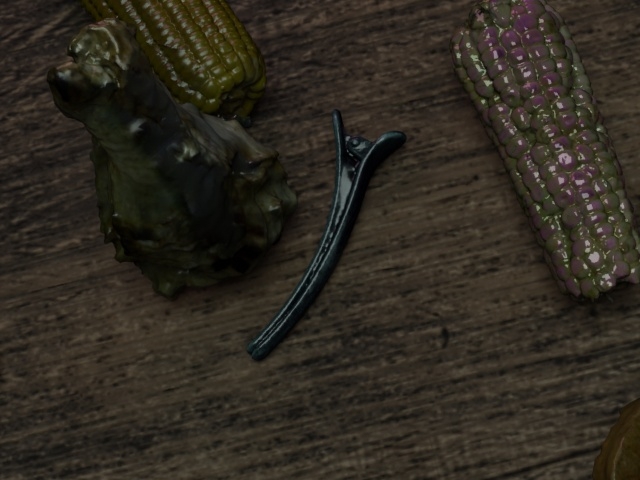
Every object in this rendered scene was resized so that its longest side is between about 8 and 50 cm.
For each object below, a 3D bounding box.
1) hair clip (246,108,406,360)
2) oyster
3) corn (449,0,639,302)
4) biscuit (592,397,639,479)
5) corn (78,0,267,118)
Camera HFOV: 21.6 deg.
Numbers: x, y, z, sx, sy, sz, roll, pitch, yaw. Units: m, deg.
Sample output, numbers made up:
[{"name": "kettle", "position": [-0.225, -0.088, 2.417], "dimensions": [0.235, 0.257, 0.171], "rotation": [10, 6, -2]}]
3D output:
[{"name": "hair clip", "position": [0.000, 0.000, 1.713], "dimensions": [0.083, 0.048, 0.275], "rotation": [21, 76, 10]}, {"name": "oyster", "position": [-0.142, -0.084, 1.623], "dimensions": [0.198, 0.337, 0.133], "rotation": [-43, 36, -17]}, {"name": "corn", "position": [0.235, -0.095, 1.674], "dimensions": [0.126, 0.126, 0.335], "rotation": [-23, 71, 0]}, {"name": "biscuit", "position": [0.373, 0.290, 1.466], "dimensions": [0.343, 0.057, 0.287], "rotation": [32, 57, -13]}, {"name": "corn", "position": [-0.187, -0.260, 1.783], "dimensions": [0.131, 0.131, 0.344], "rotation": [-37, 71, -5]}]
